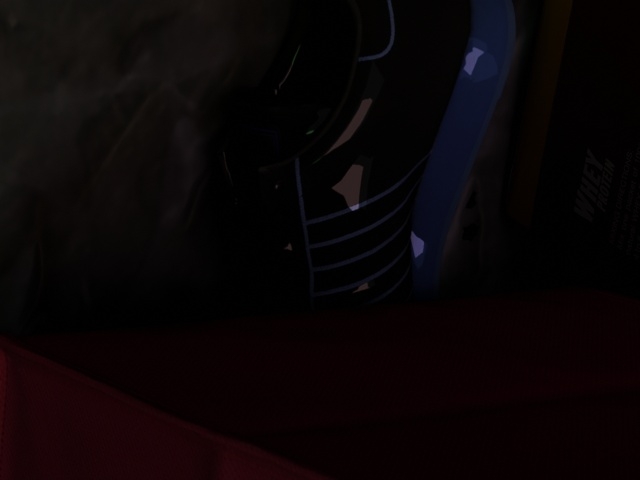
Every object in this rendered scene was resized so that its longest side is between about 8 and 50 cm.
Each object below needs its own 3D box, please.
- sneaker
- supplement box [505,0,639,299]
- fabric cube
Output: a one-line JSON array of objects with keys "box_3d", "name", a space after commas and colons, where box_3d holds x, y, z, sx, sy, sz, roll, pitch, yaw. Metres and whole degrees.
[{"box_3d": [0.000, 0.000, 0.728, 0.090, 0.081, 0.232, 10, 94, -30], "name": "sneaker"}, {"box_3d": [0.190, -0.064, 0.732, 0.129, 0.194, 0.191, -6, 116, -31], "name": "supplement box"}, {"box_3d": [0.062, 0.164, 0.593, 0.258, 0.259, 0.254, -1, 101, -38], "name": "fabric cube"}]
